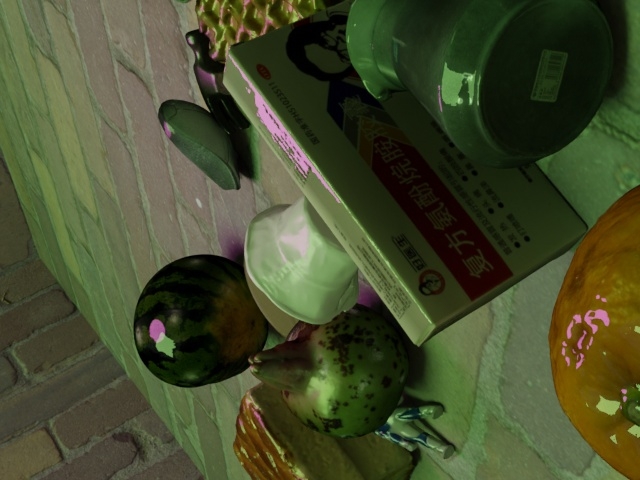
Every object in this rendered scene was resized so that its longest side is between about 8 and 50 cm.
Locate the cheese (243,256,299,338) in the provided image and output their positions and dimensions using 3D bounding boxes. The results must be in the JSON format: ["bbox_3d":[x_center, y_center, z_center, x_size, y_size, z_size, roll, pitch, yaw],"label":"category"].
[{"bbox_3d":[-0.042,0.091,1.565,0.202,0.091,0.175,51,154,18],"label":"cheese"}]

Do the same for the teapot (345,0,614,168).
[{"bbox_3d":[0.137,-0.187,0.844,0.225,0.171,0.203,39,117,53],"label":"teapot"}]

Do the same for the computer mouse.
[{"bbox_3d":[-0.181,-0.161,1.552,0.229,0.068,0.113,42,-159,-52],"label":"computer mouse"}]

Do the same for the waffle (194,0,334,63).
[{"bbox_3d":[-0.079,-0.328,1.193,0.301,0.058,0.281,28,132,44],"label":"waffle"}]

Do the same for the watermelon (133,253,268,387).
[{"bbox_3d":[-0.229,0.154,1.790,0.269,0.269,0.269,45,151,33],"label":"watermelon"}]

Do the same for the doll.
[{"bbox_3d":[0.104,0.282,1.485,0.227,0.057,0.114,10,131,45],"label":"doll"}]

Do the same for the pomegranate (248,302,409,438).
[{"bbox_3d":[0.002,0.191,1.388,0.214,0.248,0.214,-12,76,57],"label":"pomegranate"}]

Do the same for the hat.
[{"bbox_3d":[0.000,0.000,1.312,0.203,0.203,0.126,54,137,16],"label":"hat"}]

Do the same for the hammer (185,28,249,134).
[{"bbox_3d":[-0.070,-0.216,1.337,0.440,0.044,0.168,21,133,56],"label":"hammer"}]

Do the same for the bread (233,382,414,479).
[{"bbox_3d":[-0.002,0.376,1.651,0.279,0.207,0.279,53,154,21],"label":"bread"}]

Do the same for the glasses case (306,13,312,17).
[{"bbox_3d":[0.052,-0.161,1.075,0.218,0.049,0.075,38,153,7],"label":"glasses case"}]

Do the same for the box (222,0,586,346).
[{"bbox_3d":[0.082,-0.091,0.966,0.353,0.214,0.069,53,153,17],"label":"box"}]

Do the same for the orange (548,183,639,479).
[{"bbox_3d":[0.303,0.072,0.687,0.261,0.261,0.261,45,151,33],"label":"orange"}]

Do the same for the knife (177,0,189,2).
[{"bbox_3d":[-0.228,-0.458,1.420,0.054,0.015,0.212,35,145,44],"label":"knife"}]
